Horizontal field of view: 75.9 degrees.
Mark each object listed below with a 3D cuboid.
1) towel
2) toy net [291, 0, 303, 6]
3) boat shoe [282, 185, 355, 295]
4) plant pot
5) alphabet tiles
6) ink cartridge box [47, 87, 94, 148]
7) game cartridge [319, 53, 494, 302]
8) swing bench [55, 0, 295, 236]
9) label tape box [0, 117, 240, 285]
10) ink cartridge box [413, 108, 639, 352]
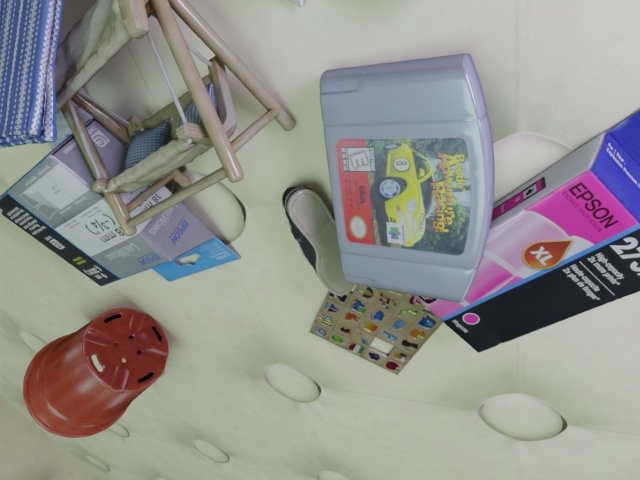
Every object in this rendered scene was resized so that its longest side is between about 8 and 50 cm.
[{"bbox_3d":[-0.420,-0.234,0.541,0.335,0.040,0.244,4,88,34],"label":"towel"},{"bbox_3d":[0.022,-0.301,0.398,0.232,0.045,0.122,2,128,23],"label":"toy net"},{"bbox_3d":[0.000,0.000,0.654,0.065,0.075,0.206,37,159,57],"label":"boat shoe"},{"bbox_3d":[-0.531,0.310,1.013,0.265,0.272,0.272,-34,108,31],"label":"plant pot"},{"bbox_3d":[0.099,0.146,0.750,0.198,0.009,0.237,25,132,4],"label":"alphabet tiles"},{"bbox_3d":[-0.419,-0.214,0.662,0.088,0.052,0.123,5,130,20],"label":"ink cartridge box"},{"bbox_3d":[0.107,-0.062,0.504,0.195,0.060,0.295,4,118,27],"label":"game cartridge"},{"bbox_3d":[-0.220,-0.176,0.528,0.253,0.165,0.255,-19,117,35],"label":"swing bench"},{"bbox_3d":[-0.345,-0.011,0.721,0.240,0.106,0.334,-17,127,35],"label":"label tape box"},{"bbox_3d":[0.294,0.013,0.522,0.175,0.069,0.371,40,129,-10],"label":"ink cartridge box"}]
